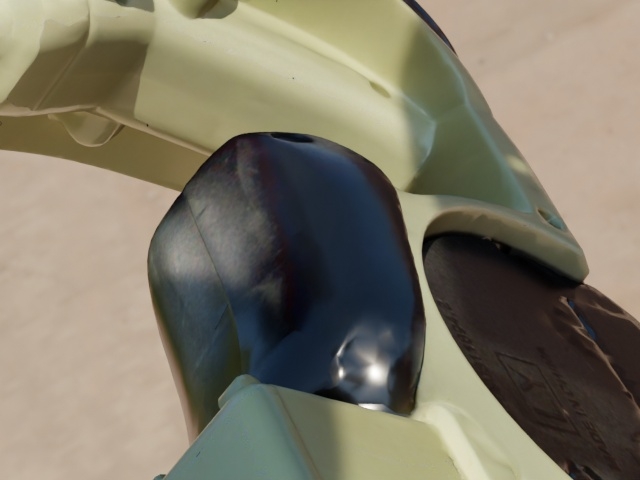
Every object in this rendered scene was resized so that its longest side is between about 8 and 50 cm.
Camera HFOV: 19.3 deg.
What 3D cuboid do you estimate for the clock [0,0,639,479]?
[{"bbox_3d":[0.000,0.000,0.592,0.120,0.276,0.379,-52,47,21],"label":"clock"}]
